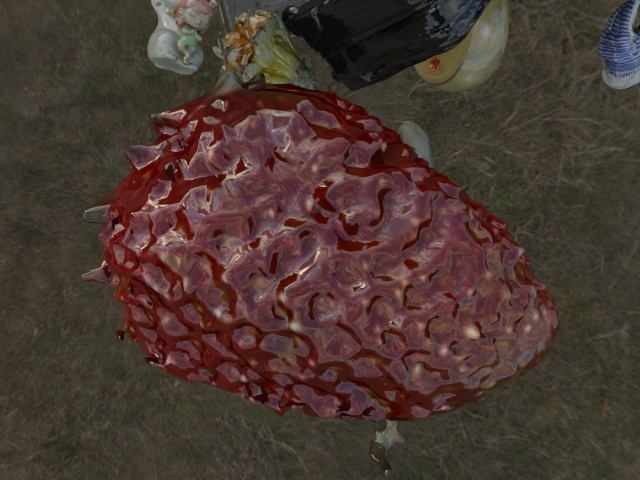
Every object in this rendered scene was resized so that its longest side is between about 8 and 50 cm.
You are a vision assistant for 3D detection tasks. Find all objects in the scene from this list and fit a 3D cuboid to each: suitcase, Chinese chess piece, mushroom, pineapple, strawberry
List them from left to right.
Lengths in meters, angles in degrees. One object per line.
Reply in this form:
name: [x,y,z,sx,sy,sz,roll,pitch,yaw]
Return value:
pineapple: [-0.090,-0.256,0.971,0.186,0.115,0.236,-12,105,-38]
strawberry: [-0.005,0.034,0.479,0.343,0.292,0.292,39,80,23]
mushroom: [0.165,-0.127,1.165,0.122,0.328,0.159,-19,107,20]
suitcase: [0.154,-0.413,0.889,0.188,0.339,0.345,48,63,-24]
Chinese chess piece: [0.293,-0.450,1.267,0.097,0.251,0.250,-7,93,-24]

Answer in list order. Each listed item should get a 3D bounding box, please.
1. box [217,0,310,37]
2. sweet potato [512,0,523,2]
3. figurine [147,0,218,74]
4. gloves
box: [-0.094,-0.583,1.428,0.297,0.225,0.190,-13,107,-7]
sweet potato: [0.485,-0.572,1.114,0.423,0.130,0.130,-32,99,-15]
figurine: [-0.170,-0.298,0.778,0.098,0.081,0.146,16,88,27]
gloves: [0.667,-0.432,1.271,0.097,0.119,0.229,-35,137,-22]
